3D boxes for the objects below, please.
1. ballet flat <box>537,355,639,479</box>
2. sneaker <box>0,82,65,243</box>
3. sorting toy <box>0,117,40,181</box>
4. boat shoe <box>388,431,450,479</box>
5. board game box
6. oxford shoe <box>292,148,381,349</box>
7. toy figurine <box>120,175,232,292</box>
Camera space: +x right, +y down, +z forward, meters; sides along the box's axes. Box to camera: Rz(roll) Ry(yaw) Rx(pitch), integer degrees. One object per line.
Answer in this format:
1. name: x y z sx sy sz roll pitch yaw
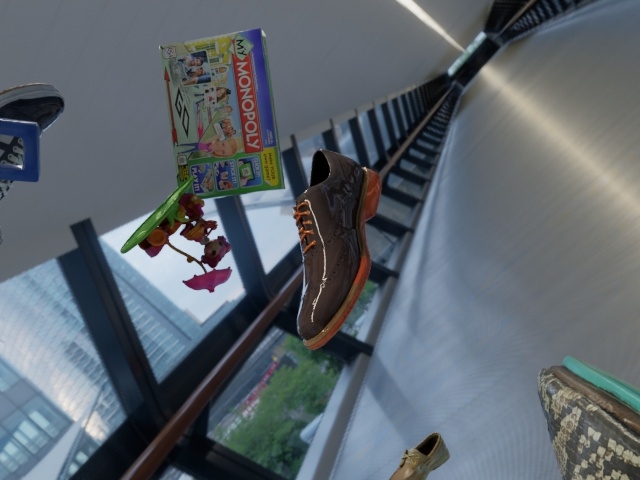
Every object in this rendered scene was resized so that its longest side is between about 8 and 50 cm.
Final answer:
1. ballet flat: 0.229 0.171 0.194 0.182 0.164 0.483 -64 12 -8
2. sneaker: -0.455 -0.095 0.716 0.282 0.153 0.099 -40 -5 -22
3. sorting toy: -0.453 -0.105 0.478 0.047 0.348 0.195 -120 24 -56
4. boat shoe: 0.149 0.347 0.803 0.135 0.045 0.050 -18 3 -42
5. board game box: -0.198 -0.248 1.035 0.214 0.317 0.046 -8 1 8
6. oxford shoe: 0.000 0.000 0.608 0.097 0.098 0.271 -40 27 42
7. toy figurine: -0.208 0.007 0.844 0.130 0.159 0.173 -17 34 51
